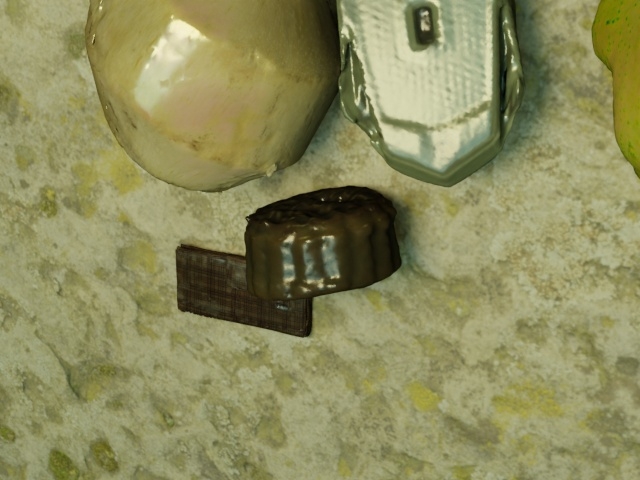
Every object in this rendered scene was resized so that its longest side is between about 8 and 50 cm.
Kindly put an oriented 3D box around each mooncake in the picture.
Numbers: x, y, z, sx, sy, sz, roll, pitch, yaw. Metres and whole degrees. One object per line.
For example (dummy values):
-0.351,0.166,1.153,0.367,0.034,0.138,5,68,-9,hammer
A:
0.000,0.000,1.310,0.228,0.228,0.124,-5,102,24,mooncake

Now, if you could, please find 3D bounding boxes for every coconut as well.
-0.135,-0.252,1.223,0.352,0.352,0.353,8,113,20,coconut

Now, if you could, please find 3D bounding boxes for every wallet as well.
-0.123,0.080,1.495,0.230,0.042,0.124,12,117,19,wallet

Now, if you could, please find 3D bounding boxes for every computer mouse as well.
0.138,-0.283,1.191,0.228,0.145,0.429,-5,97,16,computer mouse

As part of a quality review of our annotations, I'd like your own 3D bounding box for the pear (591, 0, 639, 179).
0.470,-0.190,0.972,0.391,0.391,0.391,8,113,20,pear
